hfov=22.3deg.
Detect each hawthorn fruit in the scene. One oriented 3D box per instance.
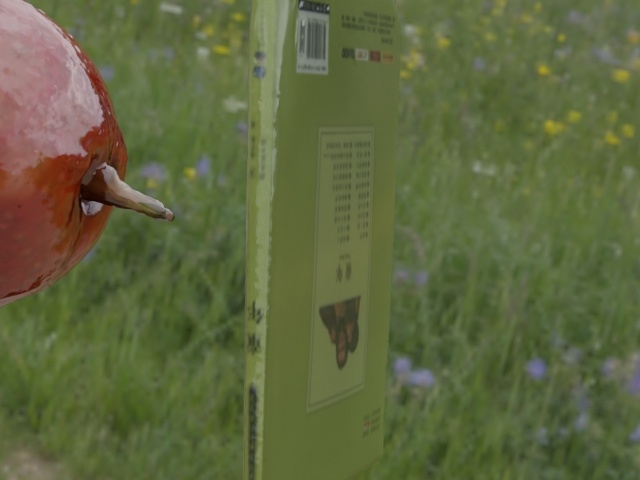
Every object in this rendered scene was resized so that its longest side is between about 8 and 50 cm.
[{"bbox_3d":[-0.179,-0.039,0.813,0.225,0.196,0.196,11,16,9],"label":"hawthorn fruit"}]

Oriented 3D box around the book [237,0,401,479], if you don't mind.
[{"bbox_3d":[0.000,0.000,1.108,0.035,0.352,0.239,4,5,20],"label":"book"}]
